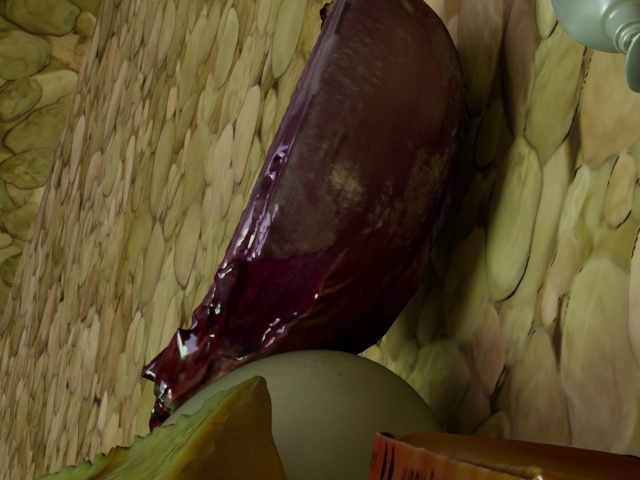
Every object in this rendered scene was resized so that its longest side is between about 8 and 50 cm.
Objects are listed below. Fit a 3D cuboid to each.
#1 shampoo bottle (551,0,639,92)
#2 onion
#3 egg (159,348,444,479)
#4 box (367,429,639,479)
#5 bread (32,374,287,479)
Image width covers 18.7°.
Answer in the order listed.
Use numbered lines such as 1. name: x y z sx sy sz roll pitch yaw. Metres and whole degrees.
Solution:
1. shampoo bottle: 0.136 -0.118 0.894 0.152 0.045 0.077 -97 26 -46
2. onion: 0.000 0.000 1.096 0.283 0.120 0.227 -64 1 -12
3. egg: -0.023 0.168 0.997 0.242 0.186 0.186 -62 19 11
4. box: 0.094 0.196 0.435 0.259 0.213 0.284 110 170 -86
5. bread: -0.038 0.291 0.847 0.233 0.362 0.245 -27 17 48
